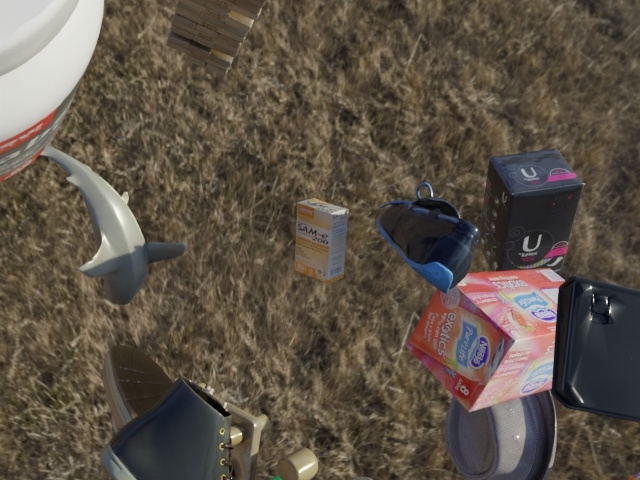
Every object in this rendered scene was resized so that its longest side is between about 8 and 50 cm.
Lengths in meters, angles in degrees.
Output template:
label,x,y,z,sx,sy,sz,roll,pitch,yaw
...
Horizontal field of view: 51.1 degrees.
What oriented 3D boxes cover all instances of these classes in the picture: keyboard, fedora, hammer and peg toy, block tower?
label,x,y,z,sx,sy,sz,roll,pitch,yaw
keyboard,0.234,0.065,0.420,0.180,0.023,0.108,12,78,-6
fedora,0.322,0.355,1.279,0.124,0.243,0.276,17,62,-28
hammer and peg toy,-0.189,0.449,1.306,0.361,0.127,0.266,17,104,36
block tower,-0.105,-0.297,0.765,0.090,0.335,0.097,20,77,-16

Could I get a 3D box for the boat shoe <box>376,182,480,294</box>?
label,x,y,z,sx,sy,sz,roll,pitch,yaw
boat shoe,0.142,-0.007,0.824,0.109,0.258,0.089,36,98,-18

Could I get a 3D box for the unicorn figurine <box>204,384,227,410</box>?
label,x,y,z,sx,sy,sz,roll,pitch,yaw
unicorn figurine,-0.175,0.230,0.790,0.060,0.162,0.111,39,52,-3

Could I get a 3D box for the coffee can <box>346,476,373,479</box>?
label,x,y,z,sx,sy,sz,roll,pitch,yaw
coffee can,0.109,0.405,0.696,0.275,0.201,0.202,35,67,-10

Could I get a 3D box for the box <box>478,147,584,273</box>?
label,x,y,z,sx,sy,sz,roll,pitch,yaw
box,0.472,-0.054,1.534,0.165,0.271,0.143,-9,42,-4

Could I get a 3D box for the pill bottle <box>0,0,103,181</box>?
label,x,y,z,sx,sy,sz,roll,pitch,yaw
pill bottle,-0.254,-0.146,0.423,0.210,0.363,0.211,0,89,-25

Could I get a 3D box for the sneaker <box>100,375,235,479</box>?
label,x,y,z,sx,sy,sz,roll,pitch,yaw
sneaker,-0.104,0.249,0.682,0.118,0.083,0.222,-45,98,-7

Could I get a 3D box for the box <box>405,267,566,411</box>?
label,x,y,z,sx,sy,sz,roll,pitch,yaw
box,0.305,0.147,1.056,0.299,0.142,0.154,-1,35,-42

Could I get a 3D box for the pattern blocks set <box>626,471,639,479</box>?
label,x,y,z,sx,sy,sz,roll,pitch,yaw
pattern blocks set,0.534,0.416,1.137,0.285,0.324,0.026,-42,60,13

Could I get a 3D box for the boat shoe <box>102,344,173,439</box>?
label,x,y,z,sx,sy,sz,roll,pitch,yaw
boat shoe,-0.275,0.309,1.034,0.110,0.121,0.341,-48,50,17

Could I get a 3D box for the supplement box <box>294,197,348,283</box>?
label,x,y,z,sx,sy,sz,roll,pitch,yaw
supplement box,0.000,0.000,0.886,0.062,0.099,0.036,19,25,38

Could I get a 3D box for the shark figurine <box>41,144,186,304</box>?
label,x,y,z,sx,sy,sz,roll,pitch,yaw
shark figurine,-0.290,-0.016,0.844,0.278,0.166,0.116,65,34,-27

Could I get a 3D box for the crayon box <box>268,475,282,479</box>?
label,x,y,z,sx,sy,sz,roll,pitch,yaw
crayon box,-0.071,0.481,0.892,0.165,0.279,0.081,36,27,33
